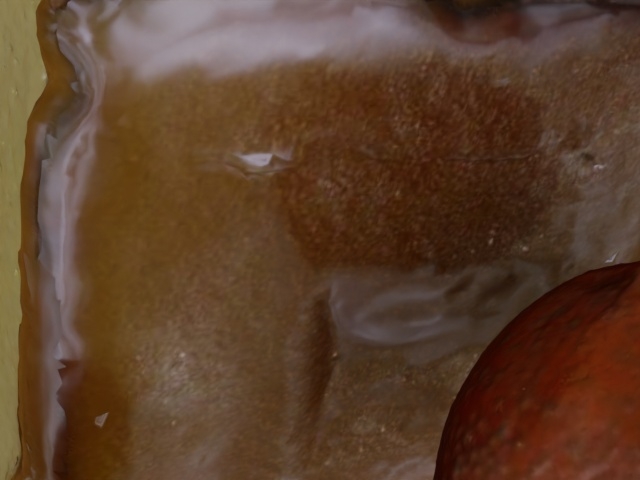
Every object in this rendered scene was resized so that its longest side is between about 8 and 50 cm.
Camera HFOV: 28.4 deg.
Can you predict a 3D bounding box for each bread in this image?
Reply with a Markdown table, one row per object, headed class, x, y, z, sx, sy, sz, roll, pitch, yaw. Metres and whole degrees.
| class | x | y | z | sx | sy | sz | roll | pitch | yaw |
| --- | --- | --- | --- | --- | --- | --- | --- | --- | --- |
| bread | 0.000 | 0.000 | 0.603 | 0.324 | 0.143 | 0.333 | -5 | 129 | -26 |

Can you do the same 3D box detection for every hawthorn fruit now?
| class | x | y | z | sx | sy | sz | roll | pitch | yaw |
| --- | --- | --- | --- | --- | --- | --- | --- | --- | --- |
| hawthorn fruit | 0.153 | 0.033 | 0.501 | 0.165 | 0.285 | 0.165 | 25 | 166 | 7 |
